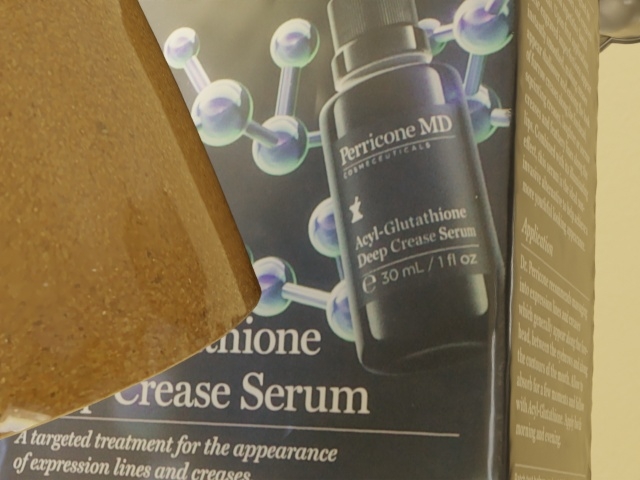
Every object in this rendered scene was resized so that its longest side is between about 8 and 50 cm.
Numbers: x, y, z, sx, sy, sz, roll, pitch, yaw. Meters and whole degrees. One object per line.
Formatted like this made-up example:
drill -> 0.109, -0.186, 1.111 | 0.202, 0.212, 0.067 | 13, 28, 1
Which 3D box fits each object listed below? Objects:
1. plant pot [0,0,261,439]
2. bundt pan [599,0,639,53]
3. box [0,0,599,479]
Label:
plant pot -> -0.164, -0.073, 0.388 | 0.237, 0.237, 0.254 | -42, -60, -68
bundt pan -> 0.224, -0.331, 1.079 | 0.331, 0.331, 0.124 | 41, -148, 17
box -> 0.000, 0.000, 0.695 | 0.293, 0.396, 0.212 | -2, 167, 24
